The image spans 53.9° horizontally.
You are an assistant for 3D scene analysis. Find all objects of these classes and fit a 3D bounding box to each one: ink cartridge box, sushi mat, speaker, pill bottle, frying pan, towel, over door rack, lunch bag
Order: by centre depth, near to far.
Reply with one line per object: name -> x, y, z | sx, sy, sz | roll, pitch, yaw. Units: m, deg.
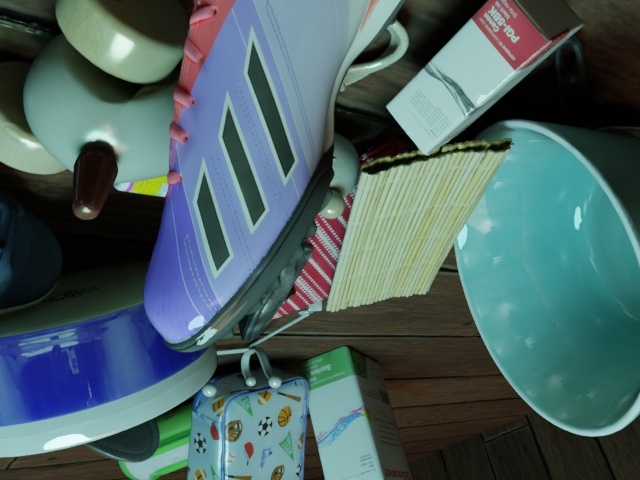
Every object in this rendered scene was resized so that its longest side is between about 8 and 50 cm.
ink cartridge box -> 0.131, -0.142, 0.513 | 0.135, 0.056, 0.099 | -42, 175, 42
pill bottle -> -0.146, -0.062, 0.583 | 0.083, 0.043, 0.043 | 6, 146, -36
sushi mat -> 0.092, -0.001, 0.692 | 0.151, 0.019, 0.317 | -11, 153, -12
frying pan -> 0.274, -0.098, 0.719 | 0.326, 0.053, 0.197 | 29, 135, -34
towel -> 0.000, 0.000, 0.735 | 0.274, 0.031, 0.199 | -25, 139, 14
over door rack -> -0.161, 0.166, 0.939 | 0.239, 0.108, 0.324 | 0, 149, -28
lunch bag -> -0.126, 0.394, 1.175 | 0.114, 0.304, 0.243 | 11, -171, 41
ink cartridge box -> 0.074, 0.377, 1.266 | 0.117, 0.278, 0.201 | -23, 151, 16
speaker -> -0.281, 0.407, 1.314 | 0.296, 0.131, 0.131 | -27, 151, 22

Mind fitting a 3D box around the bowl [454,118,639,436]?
bowl -> 0.278, 0.019, 0.631 | 0.163, 0.312, 0.312 | -13, 153, -13

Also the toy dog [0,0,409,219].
toy dog -> -0.081, -0.065, 0.481 | 0.333, 0.161, 0.220 | 1, 149, -27

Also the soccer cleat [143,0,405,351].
soccer cleat -> -0.038, -0.097, 0.347 | 0.116, 0.318, 0.108 | 28, 174, -33

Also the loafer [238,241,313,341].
loafer -> -0.056, 0.060, 0.722 | 0.061, 0.062, 0.170 | 0, 141, -23

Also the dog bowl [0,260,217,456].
dog bowl -> -0.243, 0.102, 0.632 | 0.264, 0.104, 0.265 | -9, -170, 2

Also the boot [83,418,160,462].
boot -> -0.355, 0.272, 0.937 | 0.264, 0.096, 0.280 | 24, 146, 2

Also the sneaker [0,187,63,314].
sneaker -> -0.291, -0.042, 0.452 | 0.148, 0.131, 0.350 | -18, 153, 17
